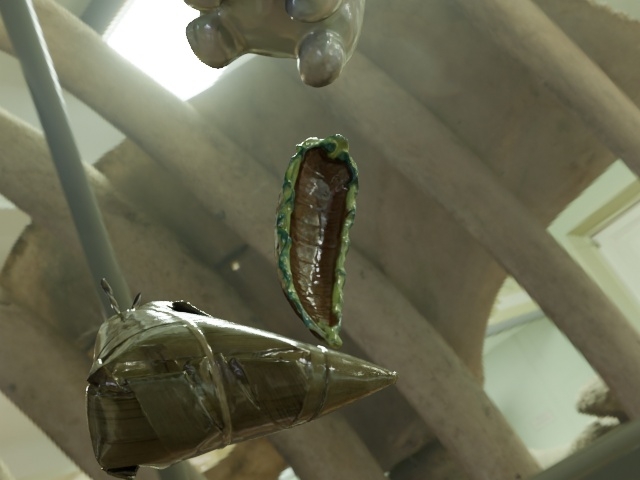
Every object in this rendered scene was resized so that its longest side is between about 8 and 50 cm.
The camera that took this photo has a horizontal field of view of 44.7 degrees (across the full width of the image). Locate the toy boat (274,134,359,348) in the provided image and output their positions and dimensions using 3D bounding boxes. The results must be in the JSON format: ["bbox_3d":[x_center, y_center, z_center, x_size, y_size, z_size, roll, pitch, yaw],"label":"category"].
[{"bbox_3d":[-0.007,0.007,0.938,0.108,0.292,0.099,24,-37,-31],"label":"toy boat"}]

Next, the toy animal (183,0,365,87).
[{"bbox_3d":[-0.049,-0.341,0.759,0.196,0.241,0.367,8,-23,11],"label":"toy animal"}]

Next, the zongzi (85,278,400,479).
[{"bbox_3d":[-0.158,0.210,1.357,0.467,0.218,0.500,-2,11,-14],"label":"zongzi"}]
